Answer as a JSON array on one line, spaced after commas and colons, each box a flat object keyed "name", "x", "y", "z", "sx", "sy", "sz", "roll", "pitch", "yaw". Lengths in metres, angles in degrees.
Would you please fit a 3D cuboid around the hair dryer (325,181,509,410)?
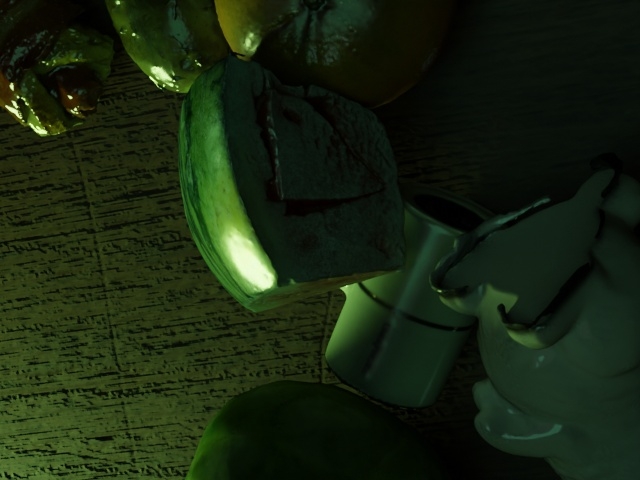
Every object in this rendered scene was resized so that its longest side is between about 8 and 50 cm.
[{"name": "hair dryer", "x": 0.000, "y": 0.000, "z": 1.772, "sx": 0.362, "sy": 0.128, "sz": 0.203, "roll": 30, "pitch": 111, "yaw": 21}]

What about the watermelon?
[{"name": "watermelon", "x": -0.033, "y": -0.052, "z": 1.669, "sx": 0.201, "sy": 0.262, "sz": 0.212, "roll": -9, "pitch": 82, "yaw": -15}]

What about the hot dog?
[{"name": "hot dog", "x": -0.316, "y": -0.202, "z": 1.846, "sx": 0.213, "sy": 0.103, "sz": 0.146, "roll": 31, "pitch": 111, "yaw": 13}]

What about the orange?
[{"name": "orange", "x": 0.011, "y": -0.237, "z": 1.675, "sx": 0.240, "sy": 0.171, "sz": 0.240, "roll": 4, "pitch": 103, "yaw": 19}]

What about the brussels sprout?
[{"name": "brussels sprout", "x": -0.012, "y": 0.318, "z": 1.748, "sx": 0.289, "sy": 0.281, "sz": 0.354, "roll": 21, "pitch": 134, "yaw": -4}]

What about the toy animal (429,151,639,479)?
[{"name": "toy animal", "x": 0.268, "y": 0.129, "z": 1.645, "sx": 0.258, "sy": 0.194, "sz": 0.357, "roll": -37, "pitch": 118, "yaw": -4}]

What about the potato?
[{"name": "potato", "x": -0.170, "y": -0.251, "z": 1.787, "sx": 0.117, "sy": 0.090, "sz": 0.225, "roll": -38, "pitch": 80, "yaw": 30}]
